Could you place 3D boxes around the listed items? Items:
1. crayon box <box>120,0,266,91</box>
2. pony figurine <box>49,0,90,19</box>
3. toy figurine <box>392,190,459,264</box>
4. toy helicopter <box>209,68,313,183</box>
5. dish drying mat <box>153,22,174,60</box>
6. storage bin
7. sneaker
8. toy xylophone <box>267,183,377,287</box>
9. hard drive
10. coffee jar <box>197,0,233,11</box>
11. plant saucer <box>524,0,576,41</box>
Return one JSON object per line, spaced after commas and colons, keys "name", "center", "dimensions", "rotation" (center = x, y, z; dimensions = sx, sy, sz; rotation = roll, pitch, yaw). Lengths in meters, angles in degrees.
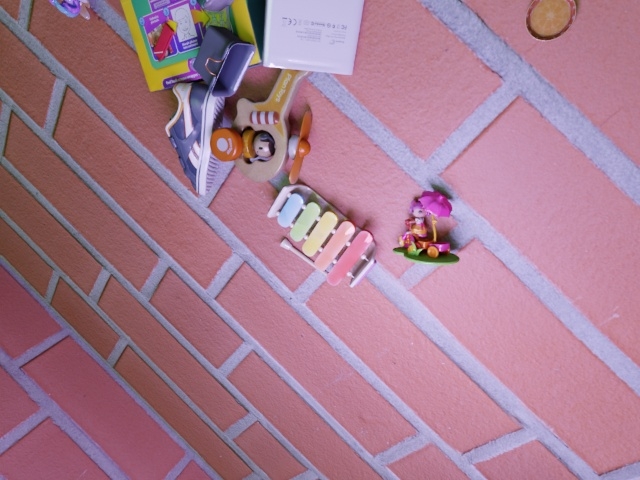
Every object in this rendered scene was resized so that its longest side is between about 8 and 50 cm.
{"name": "crayon box", "center": [-0.305, -0.557, 1.059], "dimensions": [0.362, 0.106, 0.314], "rotation": [-2, 111, 28]}
{"name": "pony figurine", "center": [-0.697, -0.747, 1.057], "dimensions": [0.364, 0.302, 0.351], "rotation": [59, 168, -21]}
{"name": "toy figurine", "center": [0.249, -0.039, 1.039], "dimensions": [0.173, 0.130, 0.160], "rotation": [15, 108, 49]}
{"name": "toy helicopter", "center": [-0.098, -0.299, 1.066], "dimensions": [0.234, 0.140, 0.355], "rotation": [36, 115, 13]}
{"name": "dish drying mat", "center": [-0.381, -0.481, 1.063], "dimensions": [0.032, 0.008, 0.083], "rotation": [46, 126, 3]}
{"name": "storage bin", "center": [-0.227, -0.404, 0.977], "dimensions": [0.091, 0.098, 0.135], "rotation": [45, 125, 12]}
{"name": "sneaker", "center": [-0.337, -0.273, 1.182], "dimensions": [0.127, 0.126, 0.321], "rotation": [16, 129, -2]}
{"name": "toy xylophone", "center": [0.000, 0.000, 1.187], "dimensions": [0.322, 0.081, 0.236], "rotation": [33, 125, 10]}
{"name": "hard drive", "center": [-0.008, -0.511, 0.896], "dimensions": [0.202, 0.040, 0.308], "rotation": [0, 120, -16]}
{"name": "coffee jar", "center": [-0.256, -0.575, 0.903], "dimensions": [0.079, 0.096, 0.185], "rotation": [-30, 97, 30]}
{"name": "plant saucer", "center": [0.420, -0.411, 0.804], "dimensions": [0.083, 0.013, 0.084], "rotation": [12, 119, 22]}
